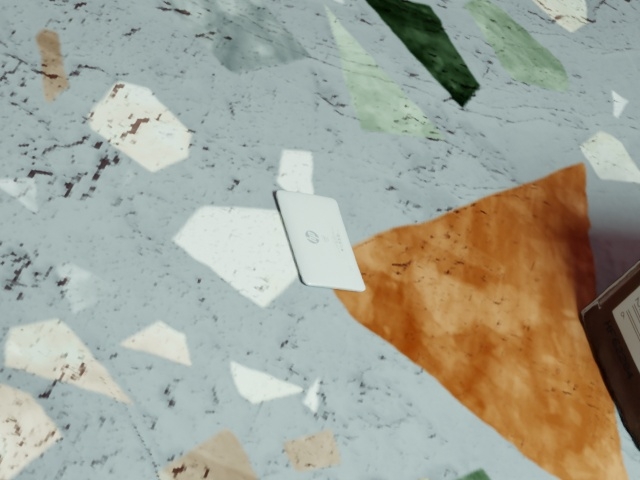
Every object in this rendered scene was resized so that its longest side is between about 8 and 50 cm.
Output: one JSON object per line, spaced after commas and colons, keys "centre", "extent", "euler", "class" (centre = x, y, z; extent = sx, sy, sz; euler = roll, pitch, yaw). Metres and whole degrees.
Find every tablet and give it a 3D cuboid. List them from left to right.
{"centre": [0.000, 0.000, 1.332], "extent": [0.054, 0.006, 0.083], "euler": [8, 49, -35], "class": "tablet"}

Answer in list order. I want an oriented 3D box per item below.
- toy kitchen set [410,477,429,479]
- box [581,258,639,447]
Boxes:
{"centre": [0.103, 0.182, 1.197], "extent": [0.083, 0.068, 0.075], "euler": [-2, 55, -41], "class": "toy kitchen set"}
{"centre": [0.417, 0.065, 1.472], "extent": [0.381, 0.191, 0.143], "euler": [6, 50, -36], "class": "box"}
